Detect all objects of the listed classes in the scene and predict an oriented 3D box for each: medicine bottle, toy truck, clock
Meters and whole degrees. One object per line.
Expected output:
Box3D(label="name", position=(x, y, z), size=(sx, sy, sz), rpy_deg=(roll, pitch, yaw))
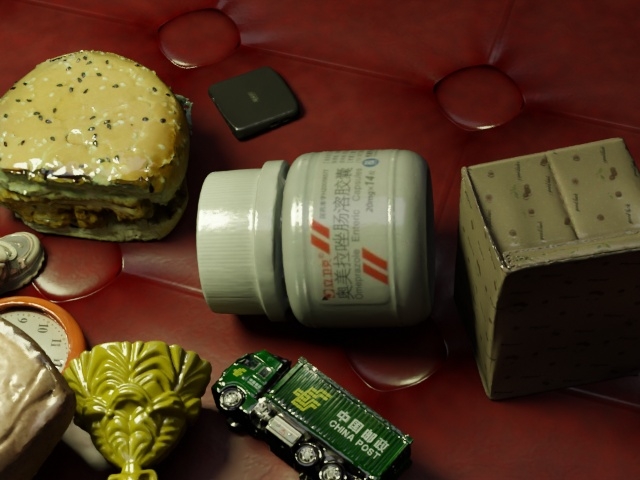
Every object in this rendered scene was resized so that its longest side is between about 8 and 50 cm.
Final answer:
Box3D(label="medicine bottle", position=(0.000, 0.000, 1.591), size=(0.306, 0.245, 0.245), rpy_deg=(-2, 53, 9))
Box3D(label="toy truck", position=(-0.017, 0.244, 1.511), size=(0.259, 0.088, 0.121), rpy_deg=(34, 63, 23))
Box3D(label="clock", position=(-0.427, 0.168, 1.604), size=(0.205, 0.051, 0.205), rpy_deg=(0, 55, 0))

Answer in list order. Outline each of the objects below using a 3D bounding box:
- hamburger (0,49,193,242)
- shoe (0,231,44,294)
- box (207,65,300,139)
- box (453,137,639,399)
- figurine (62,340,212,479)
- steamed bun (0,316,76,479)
Box3D(label="hamburger", position=(-0.349, -0.144, 1.747), size=(0.318, 0.195, 0.276), rpy_deg=(3, 55, 2))
Box3D(label="shoe", position=(-0.491, 0.036, 1.679), size=(0.089, 0.092, 0.180), rpy_deg=(35, 62, 25))
Box3D(label="box", position=(-0.108, -0.229, 1.902), size=(0.125, 0.027, 0.126), rpy_deg=(-22, 54, -16))
Box3D(label="box", position=(0.307, 0.043, 1.518), size=(0.225, 0.297, 0.190), rpy_deg=(-10, 51, -5))
Box3D(label="figurine", position=(-0.230, 0.298, 1.426), size=(0.187, 0.168, 0.315), rpy_deg=(13, 49, -22))
Box3D(label="steamed bun", position=(-0.467, 0.218, 1.442), size=(0.301, 0.199, 0.251), rpy_deg=(27, 61, 12))
